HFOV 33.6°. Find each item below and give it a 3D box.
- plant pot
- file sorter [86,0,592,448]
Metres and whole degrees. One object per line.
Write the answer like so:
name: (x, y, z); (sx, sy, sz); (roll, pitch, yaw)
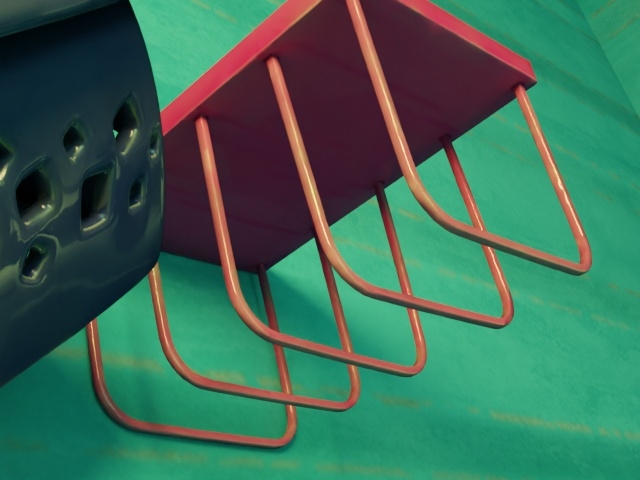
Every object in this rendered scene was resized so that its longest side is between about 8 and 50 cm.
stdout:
plant pot: (-0.208, -0.074, 0.487); (0.235, 0.212, 0.236); (23, 27, 12)
file sorter: (0.000, 0.000, 0.708); (0.202, 0.290, 0.182); (17, 49, -45)
